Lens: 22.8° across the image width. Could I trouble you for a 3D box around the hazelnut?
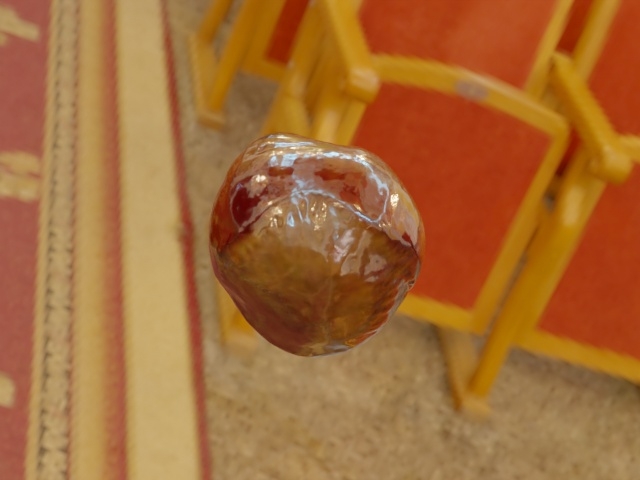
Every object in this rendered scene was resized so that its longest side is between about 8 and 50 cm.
[{"bbox_3d":[0.000,0.000,1.575,0.229,0.229,0.229,20,26,-10],"label":"hazelnut"}]
